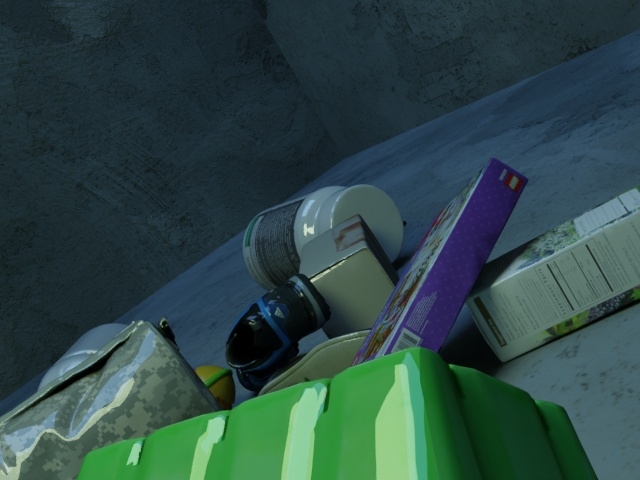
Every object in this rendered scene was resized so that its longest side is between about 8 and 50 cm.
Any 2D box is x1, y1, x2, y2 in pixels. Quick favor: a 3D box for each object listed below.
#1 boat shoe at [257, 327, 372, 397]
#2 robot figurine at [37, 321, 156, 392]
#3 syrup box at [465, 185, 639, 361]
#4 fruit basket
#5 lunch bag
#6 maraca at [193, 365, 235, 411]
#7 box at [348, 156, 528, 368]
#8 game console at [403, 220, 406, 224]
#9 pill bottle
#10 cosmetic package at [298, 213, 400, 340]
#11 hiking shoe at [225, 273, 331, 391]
[{"bbox_3d":[0.014,0.175,1.155,0.233,0.084,0.079,-31,8,27],"label":"boat shoe"},{"bbox_3d":[-0.405,0.279,1.542,0.300,0.200,0.353,-57,5,12],"label":"robot figurine"},{"bbox_3d":[0.292,0.039,0.961,0.237,0.096,0.093,-30,8,17],"label":"syrup box"},{"bbox_3d":[-0.010,0.276,0.444,0.392,0.283,0.392,-21,56,36],"label":"fruit basket"},{"bbox_3d":[-0.247,0.267,0.969,0.305,0.256,0.212,-34,11,-22],"label":"lunch bag"},{"bbox_3d":[-0.202,0.270,1.309,0.186,0.099,0.127,-53,-17,27],"label":"maraca"},{"bbox_3d":[0.136,0.058,1.012,0.293,0.057,0.201,-58,1,-24],"label":"box"},{"bbox_3d":[0.104,-0.026,1.903,0.144,0.124,0.085,-40,-13,-45],"label":"game console"},{"bbox_3d":[0.000,0.000,1.714,0.204,0.204,0.361,-37,11,-29],"label":"pill bottle"},{"bbox_3d":[0.055,0.068,1.375,0.129,0.153,0.296,-31,11,7],"label":"cosmetic package"},{"bbox_3d":[-0.098,0.154,1.249,0.132,0.113,0.304,-24,-22,-32],"label":"hiking shoe"}]
